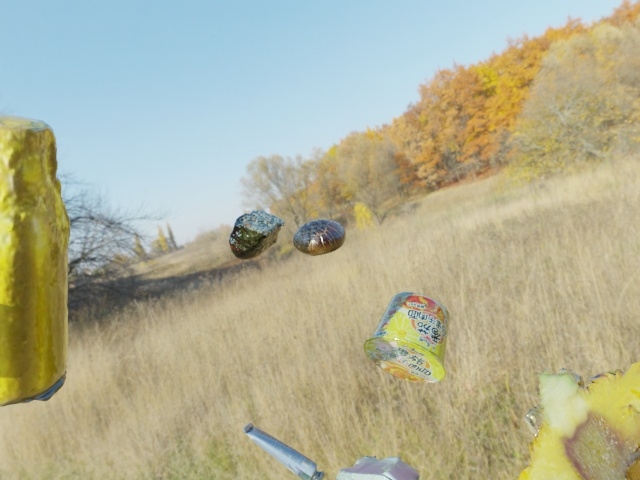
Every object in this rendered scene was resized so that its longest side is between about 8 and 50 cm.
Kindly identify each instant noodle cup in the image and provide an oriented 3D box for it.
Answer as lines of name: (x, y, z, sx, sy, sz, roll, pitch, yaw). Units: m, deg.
instant noodle cup: (0.292, 0.303, 1.341, 0.264, 0.264, 0.200, -13, 38, 45)

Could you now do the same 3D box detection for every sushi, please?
sushi: (-0.223, -0.028, 1.442, 0.136, 0.126, 0.225, 27, 26, 10)

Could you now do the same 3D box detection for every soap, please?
soap: (0.133, 0.878, 1.279, 0.261, 0.446, 0.156, 28, 5, 41)

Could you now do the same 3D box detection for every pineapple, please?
pineapple: (0.306, 0.230, 0.449, 0.250, 0.139, 0.164, -58, 9, 4)

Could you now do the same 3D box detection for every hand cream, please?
hand cream: (-0.105, 0.596, 1.177, 0.055, 0.256, 0.088, -58, -12, -4)

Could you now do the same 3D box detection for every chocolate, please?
chocolate: (-0.452, 0.037, 0.632, 0.162, 0.446, 0.162, 16, 21, -6)

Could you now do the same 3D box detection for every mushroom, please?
mushroom: (-0.003, -0.008, 0.993, 0.126, 0.085, 0.109, -26, 5, -32)
